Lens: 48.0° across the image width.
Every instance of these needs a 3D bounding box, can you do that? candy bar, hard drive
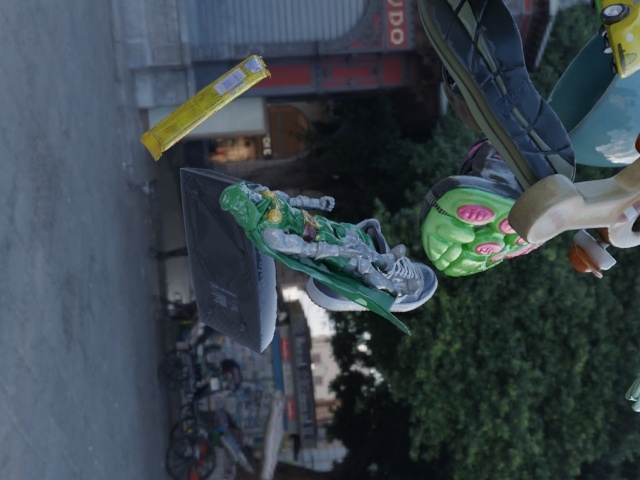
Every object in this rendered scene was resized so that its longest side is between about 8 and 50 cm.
[{"bbox_3d":[-0.123,-0.146,0.774,0.040,0.161,0.018,52,-3,32],"label":"candy bar"},{"bbox_3d":[-0.132,0.023,1.057,0.172,0.054,0.255,18,-60,44],"label":"hard drive"}]

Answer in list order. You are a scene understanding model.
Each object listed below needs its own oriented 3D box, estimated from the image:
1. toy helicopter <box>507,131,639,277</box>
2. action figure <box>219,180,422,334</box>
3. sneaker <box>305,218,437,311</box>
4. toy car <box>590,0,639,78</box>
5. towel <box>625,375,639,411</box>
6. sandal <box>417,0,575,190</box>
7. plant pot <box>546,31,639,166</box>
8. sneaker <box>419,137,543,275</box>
[{"bbox_3d":[0.353,-0.037,0.890,0.140,0.354,0.235,59,-42,31],"label":"toy helicopter"},{"bbox_3d":[0.000,0.000,0.679,0.063,0.232,0.137,-46,-137,22],"label":"action figure"},{"bbox_3d":[0.122,0.043,1.254,0.099,0.282,0.153,59,-44,34],"label":"sneaker"},{"bbox_3d":[0.287,-0.249,0.692,0.225,0.053,0.239,16,63,-65],"label":"toy car"},{"bbox_3d":[0.608,0.133,1.062,0.325,0.247,0.038,-59,-138,16],"label":"towel"},{"bbox_3d":[0.193,-0.175,0.851,0.086,0.120,0.303,-21,-82,59],"label":"sandal"},{"bbox_3d":[0.584,-0.256,1.388,0.290,0.195,0.290,-60,-173,12],"label":"plant pot"},{"bbox_3d":[0.280,-0.070,1.203,0.482,0.185,0.202,-7,63,-57],"label":"sneaker"}]
